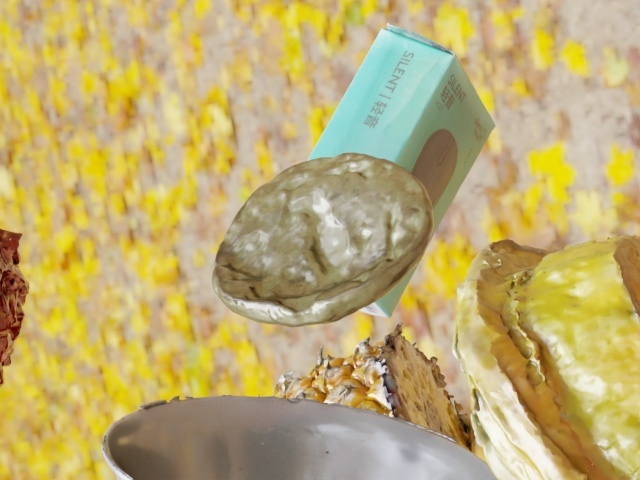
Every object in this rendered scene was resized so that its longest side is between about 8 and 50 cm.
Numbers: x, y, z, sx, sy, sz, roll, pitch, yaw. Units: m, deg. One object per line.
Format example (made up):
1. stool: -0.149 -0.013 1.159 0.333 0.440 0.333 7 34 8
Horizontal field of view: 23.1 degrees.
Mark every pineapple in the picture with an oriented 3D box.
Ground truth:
1. pineapple: 0.057 0.315 2.123 0.300 0.352 0.352 -32 65 23

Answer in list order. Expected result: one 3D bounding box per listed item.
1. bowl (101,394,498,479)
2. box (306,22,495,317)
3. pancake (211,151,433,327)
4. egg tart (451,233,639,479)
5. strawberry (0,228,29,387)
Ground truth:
1. bowl: -0.020 0.254 1.311 0.345 0.345 0.157 28 113 61
2. box: 0.083 -0.082 1.965 0.118 0.311 0.205 23 167 27
3. pancake: 0.000 0.000 1.622 0.242 0.241 0.050 52 169 46
4. egg tart: 0.206 0.092 0.984 0.118 0.288 0.288 -46 53 27
5. strawberry: -0.424 0.118 1.552 0.292 0.292 0.344 151 122 -66
